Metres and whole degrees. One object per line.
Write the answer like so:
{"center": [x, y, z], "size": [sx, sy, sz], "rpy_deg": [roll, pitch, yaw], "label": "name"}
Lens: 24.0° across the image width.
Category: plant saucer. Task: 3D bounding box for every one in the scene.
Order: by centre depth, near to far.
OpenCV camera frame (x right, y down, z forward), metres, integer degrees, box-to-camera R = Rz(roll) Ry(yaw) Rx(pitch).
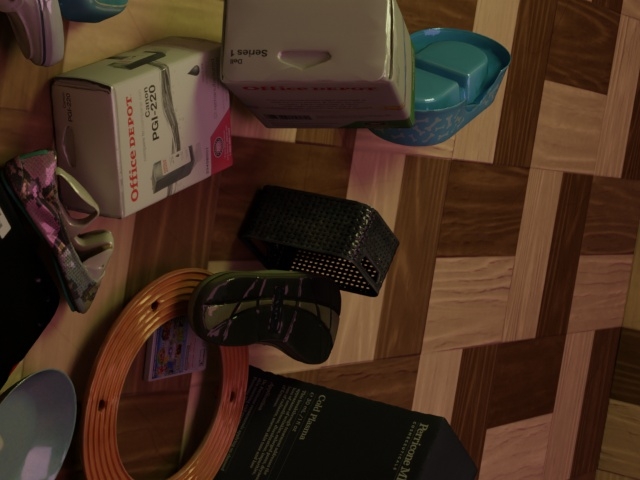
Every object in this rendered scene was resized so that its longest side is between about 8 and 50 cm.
{"center": [-0.339, 0.225, 1.649], "size": [0.195, 0.037, 0.195], "rpy_deg": [-51, 153, -40], "label": "plant saucer"}

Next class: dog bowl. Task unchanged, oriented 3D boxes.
{"center": [0.168, -0.229, 2.251], "size": [0.297, 0.166, 0.074], "rpy_deg": [-39, 144, -48], "label": "dog bowl"}

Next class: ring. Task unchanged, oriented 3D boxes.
{"center": [-0.196, 0.198, 1.884], "size": [0.336, 0.032, 0.337], "rpy_deg": [-28, 124, -52], "label": "ring"}

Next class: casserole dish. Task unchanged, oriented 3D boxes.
{"center": [-0.240, -0.289, 1.590], "size": [0.188, 0.037, 0.114], "rpy_deg": [-39, 126, -79], "label": "casserole dish"}

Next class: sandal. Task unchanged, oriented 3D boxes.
{"center": [-0.072, 0.087, 1.951], "size": [0.302, 0.086, 0.120], "rpy_deg": [17, 86, -50], "label": "sandal"}

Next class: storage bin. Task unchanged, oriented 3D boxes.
{"center": [0.000, 0.000, 2.017], "size": [0.122, 0.180, 0.084], "rpy_deg": [51, 56, -53], "label": "storage bin"}

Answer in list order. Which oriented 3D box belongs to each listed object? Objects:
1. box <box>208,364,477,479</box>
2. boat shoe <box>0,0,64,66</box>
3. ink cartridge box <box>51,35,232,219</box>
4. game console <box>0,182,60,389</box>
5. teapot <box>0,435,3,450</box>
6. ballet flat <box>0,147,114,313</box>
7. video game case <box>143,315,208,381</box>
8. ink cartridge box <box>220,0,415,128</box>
{"center": [-0.008, 0.383, 2.008], "size": [0.343, 0.312, 0.179], "rpy_deg": [-64, 147, -22], "label": "box"}
{"center": [-0.322, -0.273, 1.503], "size": [0.075, 0.083, 0.226], "rpy_deg": [-26, 121, -25], "label": "boat shoe"}
{"center": [-0.200, -0.134, 1.725], "size": [0.218, 0.092, 0.159], "rpy_deg": [-30, 124, -50], "label": "ink cartridge box"}
{"center": [-0.420, 0.049, 1.467], "size": [0.342, 0.060, 0.387], "rpy_deg": [-60, 146, -36], "label": "game console"}
{"center": [-0.430, 0.265, 1.334], "size": [0.256, 0.187, 0.253], "rpy_deg": [17, 77, -21], "label": "teapot"}
{"center": [-0.274, -0.010, 1.646], "size": [0.077, 0.079, 0.221], "rpy_deg": [-113, -178, -52], "label": "ballet flat"}
{"center": [-0.182, 0.130, 1.925], "size": [0.122, 0.011, 0.087], "rpy_deg": [-6, 106, -59], "label": "video game case"}
{"center": [0.004, -0.217, 1.834], "size": [0.278, 0.201, 0.117], "rpy_deg": [38, 53, -79], "label": "ink cartridge box"}
